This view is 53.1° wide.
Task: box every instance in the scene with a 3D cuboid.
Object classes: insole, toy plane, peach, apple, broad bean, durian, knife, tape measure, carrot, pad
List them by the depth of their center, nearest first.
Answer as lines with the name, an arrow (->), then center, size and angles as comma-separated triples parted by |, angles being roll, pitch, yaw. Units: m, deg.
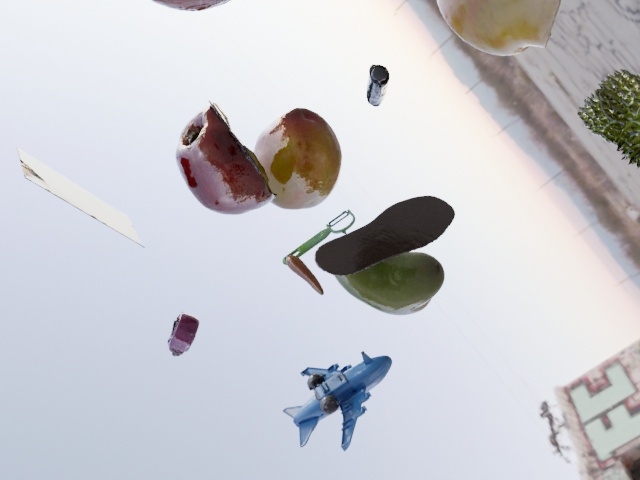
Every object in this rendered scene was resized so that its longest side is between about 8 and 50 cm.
apple -> 0.347, -0.483, 1.077 | 0.252, 0.309, 0.314 | 41, 158, -31
insole -> 0.123, -0.012, 1.121 | 0.327, 0.007, 0.111 | -25, -128, -34
toy plane -> 0.043, 0.338, 1.434 | 0.105, 0.271, 0.254 | 49, 180, -36
broad bean -> 0.143, 0.080, 1.443 | 0.263, 0.121, 0.189 | 17, -131, -1
carrot -> -0.035, 0.077, 1.477 | 0.142, 0.035, 0.035 | 43, -162, 26
durian -> 0.732, -0.295, 1.524 | 0.169, 0.158, 0.352 | 31, -154, -19
knife -> 0.000, 0.000, 1.547 | 0.054, 0.212, 0.015 | 50, 168, 27
pad -> -0.654, -0.116, 1.751 | 0.367, 0.007, 0.247 | 37, -177, -38
peach -> -0.276, -0.192, 1.804 | 0.258, 0.201, 0.362 | 57, -178, 42
tape measure -> -0.405, 0.274, 1.872 | 0.074, 0.125, 0.118 | 22, -175, -14
peach -> -0.074, -0.263, 2.064 | 0.307, 0.333, 0.308 | 6, -149, -4

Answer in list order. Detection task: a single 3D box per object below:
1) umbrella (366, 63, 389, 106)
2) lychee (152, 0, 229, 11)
umbrella -> 0.082, -0.228, 0.939 | 0.036, 0.031, 0.133 | 43, 180, 1
lychee -> -0.210, -0.473, 0.969 | 0.300, 0.255, 0.255 | -1, -128, -43
